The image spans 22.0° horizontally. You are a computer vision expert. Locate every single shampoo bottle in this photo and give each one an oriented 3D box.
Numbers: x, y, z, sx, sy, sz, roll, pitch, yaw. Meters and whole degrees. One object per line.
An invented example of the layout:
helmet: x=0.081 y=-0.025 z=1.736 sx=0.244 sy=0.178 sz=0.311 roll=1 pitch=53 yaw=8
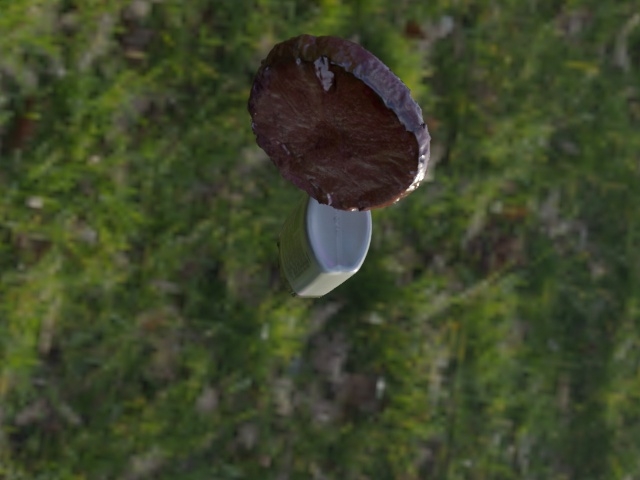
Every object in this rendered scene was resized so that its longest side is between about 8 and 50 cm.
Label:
shampoo bottle: x=0.000 y=0.000 z=1.421 sx=0.227 sy=0.056 sz=0.086 roll=133 pitch=-43 yaw=-79

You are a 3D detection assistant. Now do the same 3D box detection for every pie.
pie: x=0.015 y=-0.085 z=1.217 sx=0.036 sy=0.154 sz=0.154 roll=-56 pitch=150 yaw=-40
